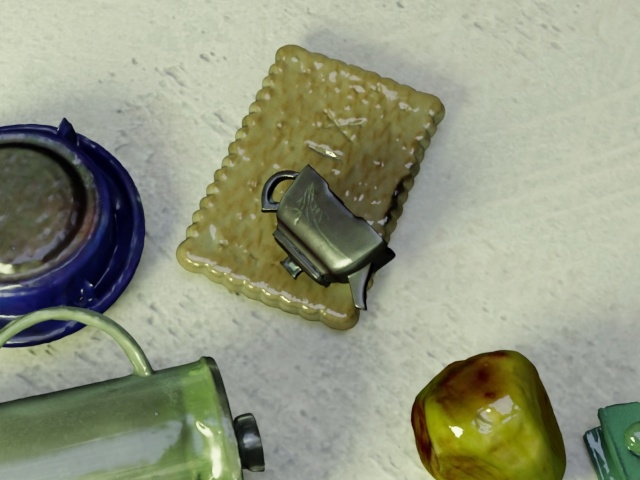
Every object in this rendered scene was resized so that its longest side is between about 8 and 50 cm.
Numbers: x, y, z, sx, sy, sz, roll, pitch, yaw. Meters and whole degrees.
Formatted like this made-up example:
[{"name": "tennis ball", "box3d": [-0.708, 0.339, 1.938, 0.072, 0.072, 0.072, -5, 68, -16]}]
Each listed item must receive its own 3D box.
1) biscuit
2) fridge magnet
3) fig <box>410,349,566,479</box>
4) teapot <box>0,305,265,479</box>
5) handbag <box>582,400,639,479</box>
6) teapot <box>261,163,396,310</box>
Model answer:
[{"name": "biscuit", "box3d": [-0.006, -0.066, 1.572, 0.217, 0.044, 0.325, 20, 62, 6]}, {"name": "fridge magnet", "box3d": [-0.319, -0.013, 1.484, 0.265, 0.112, 0.265, 1, 62, -1]}, {"name": "fig", "box3d": [0.175, 0.189, 1.392, 0.166, 0.144, 0.154, 37, 98, -7]}, {"name": "teapot", "box3d": [-0.226, 0.195, 1.315, 0.337, 0.200, 0.270, -10, 93, -12]}, {"name": "handbag", "box3d": [0.428, 0.264, 1.386, 0.269, 0.100, 0.274, -9, 63, -7]}, {"name": "teapot", "box3d": [0.000, 0.000, 1.474, 0.096, 0.087, 0.177, -44, 73, 0]}]
